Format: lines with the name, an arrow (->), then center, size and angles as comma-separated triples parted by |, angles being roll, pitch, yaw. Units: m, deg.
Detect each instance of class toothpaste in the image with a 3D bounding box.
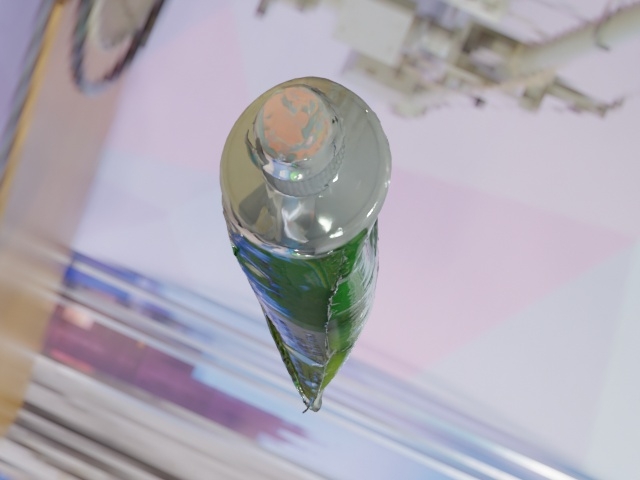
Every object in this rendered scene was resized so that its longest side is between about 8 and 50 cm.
toothpaste -> 0.000, 0.000, 0.582 | 0.248, 0.046, 0.078 | 80, 22, -76
